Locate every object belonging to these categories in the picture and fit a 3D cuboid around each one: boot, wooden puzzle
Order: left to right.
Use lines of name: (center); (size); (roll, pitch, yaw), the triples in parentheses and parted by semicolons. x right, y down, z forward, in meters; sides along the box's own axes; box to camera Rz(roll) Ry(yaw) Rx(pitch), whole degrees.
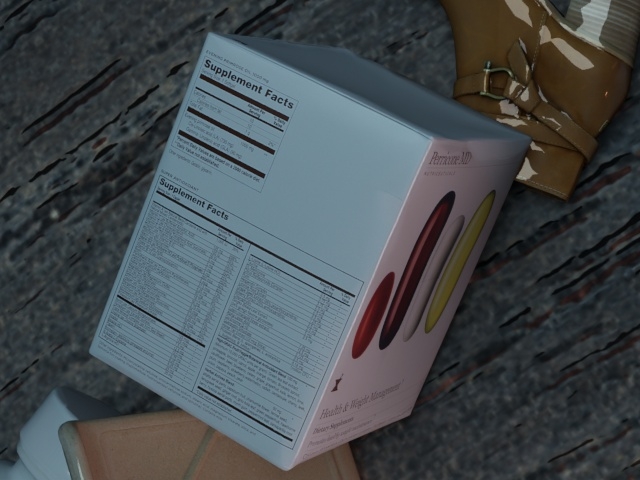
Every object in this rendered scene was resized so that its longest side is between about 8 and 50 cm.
wooden puzzle: (-0.041, 0.203, 0.885); (0.044, 0.238, 0.221); (-32, 68, 36)
boot: (0.106, -0.120, 0.990); (0.197, 0.073, 0.152); (21, 92, 26)

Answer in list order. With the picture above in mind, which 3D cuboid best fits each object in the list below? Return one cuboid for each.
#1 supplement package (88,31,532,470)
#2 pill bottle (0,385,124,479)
supplement package: (0.000, 0.000, 0.903); (0.149, 0.194, 0.203); (28, 105, 20)
pill bottle: (-0.205, 0.249, 0.953); (0.169, 0.169, 0.301); (37, 91, 21)
